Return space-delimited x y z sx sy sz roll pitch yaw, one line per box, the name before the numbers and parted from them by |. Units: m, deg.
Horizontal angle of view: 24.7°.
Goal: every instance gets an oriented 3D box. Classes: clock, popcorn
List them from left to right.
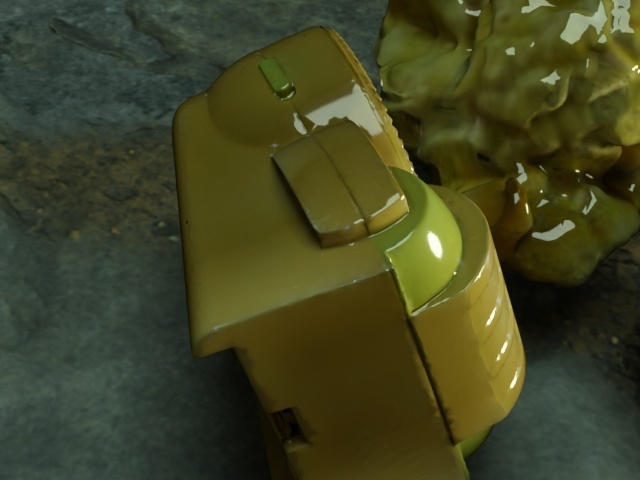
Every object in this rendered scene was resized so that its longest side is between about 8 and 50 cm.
clock | 0.000 0.000 1.004 0.200 0.244 0.317 -20 43 -3
popcorn | 0.173 -0.112 1.123 0.265 0.225 0.332 -28 42 33
